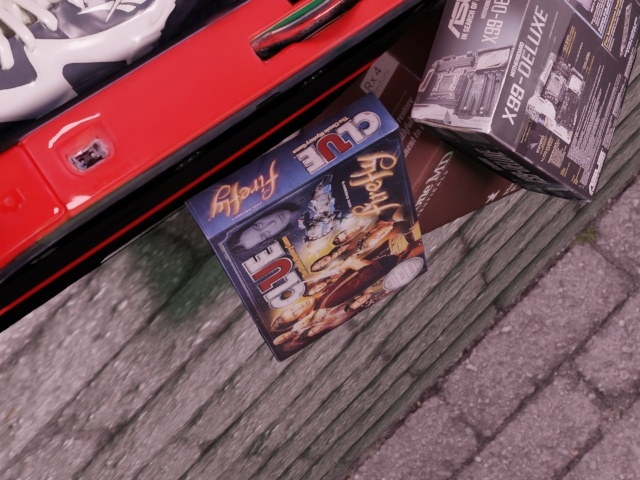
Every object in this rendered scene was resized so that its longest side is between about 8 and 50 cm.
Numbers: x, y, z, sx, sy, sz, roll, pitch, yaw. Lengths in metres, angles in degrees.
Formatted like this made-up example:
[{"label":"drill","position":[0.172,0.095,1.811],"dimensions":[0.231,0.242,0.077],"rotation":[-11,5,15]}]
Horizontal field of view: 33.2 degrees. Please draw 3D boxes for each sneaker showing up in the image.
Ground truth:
[{"label":"sneaker","position":[-0.174,-0.110,0.537],"dimensions":[0.235,0.094,0.153],"rotation":[-37,171,6]}]

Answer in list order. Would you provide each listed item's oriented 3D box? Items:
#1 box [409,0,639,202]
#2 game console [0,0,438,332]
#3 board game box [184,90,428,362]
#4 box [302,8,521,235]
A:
[{"label":"box","position":[0.205,-0.206,0.911],"dimensions":[0.242,0.077,0.307],"rotation":[18,89,-55]},{"label":"game console","position":[-0.099,-0.064,0.728],"dimensions":[0.386,0.060,0.342],"rotation":[-36,-178,-24]},{"label":"board game box","position":[0.000,0.000,0.886],"dimensions":[0.165,0.042,0.243],"rotation":[-31,151,-5]},{"label":"box","position":[0.153,-0.134,1.114],"dimensions":[0.381,0.143,0.191],"rotation":[-22,150,-47]}]
